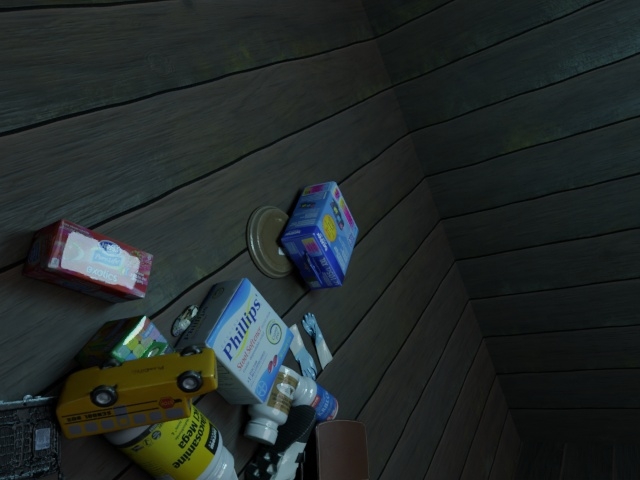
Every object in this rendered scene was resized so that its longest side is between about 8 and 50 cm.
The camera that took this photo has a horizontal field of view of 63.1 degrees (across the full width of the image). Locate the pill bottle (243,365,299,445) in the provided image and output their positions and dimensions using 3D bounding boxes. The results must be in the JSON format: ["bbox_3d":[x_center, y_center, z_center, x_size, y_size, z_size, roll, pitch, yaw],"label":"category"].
[{"bbox_3d":[-0.160,0.523,1.671,0.131,0.131,0.229,44,51,-37],"label":"pill bottle"}]

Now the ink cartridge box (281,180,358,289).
[{"bbox_3d":[0.000,0.000,2.000,0.270,0.151,0.396,61,34,-32],"label":"ink cartridge box"}]

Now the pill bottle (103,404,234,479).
[{"bbox_3d":[-0.374,0.514,1.336,0.334,0.187,0.188,55,41,-28],"label":"pill bottle"}]

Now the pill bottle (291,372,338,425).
[{"bbox_3d":[-0.045,0.554,1.830,0.221,0.124,0.124,46,45,-35],"label":"pill bottle"}]

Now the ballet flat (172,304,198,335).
[{"bbox_3d":[-0.393,0.231,1.530,0.041,0.041,0.114,56,40,-26],"label":"ballet flat"}]

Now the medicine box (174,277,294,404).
[{"bbox_3d":[-0.253,0.311,1.602,0.289,0.149,0.264,55,41,-28],"label":"medicine box"}]

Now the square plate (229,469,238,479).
[{"bbox_3d":[-0.316,0.859,1.423,0.347,0.049,0.344,-24,98,-54],"label":"square plate"}]

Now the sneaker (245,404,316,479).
[{"bbox_3d":[-0.115,0.690,1.689,0.330,0.122,0.146,-50,134,-27],"label":"sneaker"}]

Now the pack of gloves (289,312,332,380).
[{"bbox_3d":[-0.029,0.401,1.969,0.195,0.046,0.232,-42,112,-52],"label":"pack of gloves"}]

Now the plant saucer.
[{"bbox_3d":[-0.163,0.002,1.921,0.277,0.041,0.278,23,61,-50],"label":"plant saucer"}]

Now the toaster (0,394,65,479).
[{"bbox_3d":[-0.633,0.418,1.078,0.168,0.110,0.186,9,71,-52],"label":"toaster"}]

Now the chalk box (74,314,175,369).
[{"bbox_3d":[-0.461,0.275,1.271,0.132,0.213,0.132,58,38,-22],"label":"chalk box"}]

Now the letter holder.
[{"bbox_3d":[0.026,0.746,1.846,0.301,0.151,0.215,22,60,-49],"label":"letter holder"}]

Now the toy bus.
[{"bbox_3d":[-0.394,0.334,1.153,0.108,0.332,0.130,-114,-162,-63],"label":"toy bus"}]

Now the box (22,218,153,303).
[{"bbox_3d":[-0.561,0.059,1.278,0.256,0.128,0.123,30,56,-45],"label":"box"}]
